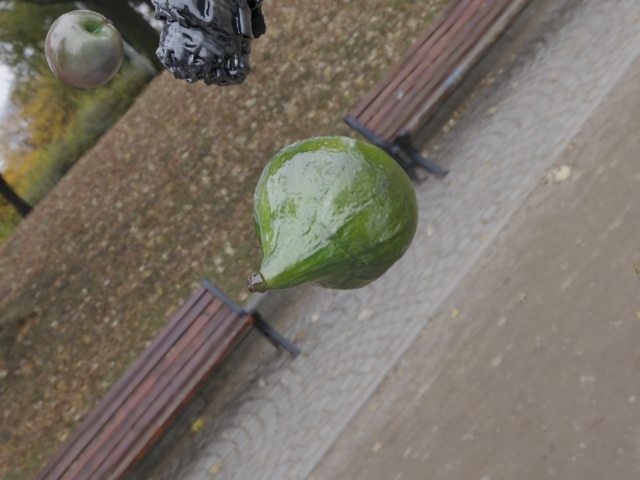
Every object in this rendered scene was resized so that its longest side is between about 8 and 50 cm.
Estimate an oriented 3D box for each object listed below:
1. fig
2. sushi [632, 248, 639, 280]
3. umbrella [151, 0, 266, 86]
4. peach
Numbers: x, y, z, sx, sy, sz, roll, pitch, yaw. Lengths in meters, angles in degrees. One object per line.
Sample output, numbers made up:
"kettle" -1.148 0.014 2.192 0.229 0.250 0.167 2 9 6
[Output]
"fig" 0.000 0.000 1.011 0.203 0.203 0.235 -37 19 48
"sushi" 0.396 -0.034 0.733 0.171 0.236 0.270 13 40 43
"umbrella" -0.140 -0.358 1.063 0.154 0.336 0.128 -7 9 -39
"peach" -0.253 -0.202 0.932 0.083 0.083 0.083 -46 9 10
